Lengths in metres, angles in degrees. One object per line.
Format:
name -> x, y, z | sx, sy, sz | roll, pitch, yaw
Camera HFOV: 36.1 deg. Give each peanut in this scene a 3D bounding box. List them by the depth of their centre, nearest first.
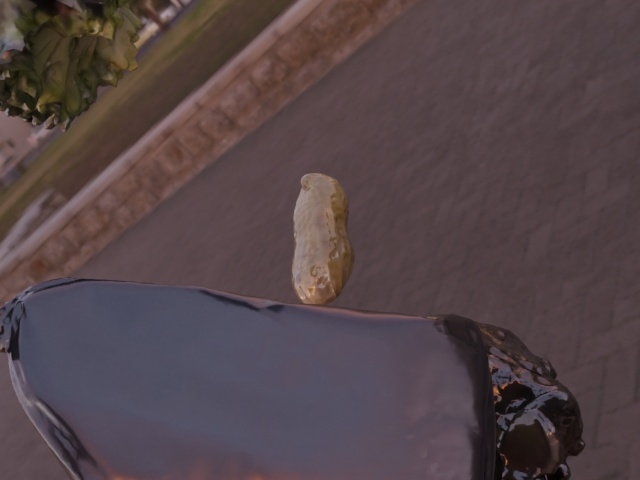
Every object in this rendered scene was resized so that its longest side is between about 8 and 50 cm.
peanut -> 0.000, 0.000, 1.384 | 0.099, 0.099, 0.214 | -33, 51, 38

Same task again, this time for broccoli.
broccoli -> -0.266, -0.267, 0.962 | 0.281, 0.348, 0.293 | -39, 48, -3

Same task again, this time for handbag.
handbag -> -0.050, 0.160, 0.584 | 0.302, 0.275, 0.178 | 91, 180, -57

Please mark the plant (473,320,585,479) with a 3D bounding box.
plant -> 0.173, 0.213, 1.081 | 0.276, 0.188, 0.199 | -98, 21, -68
